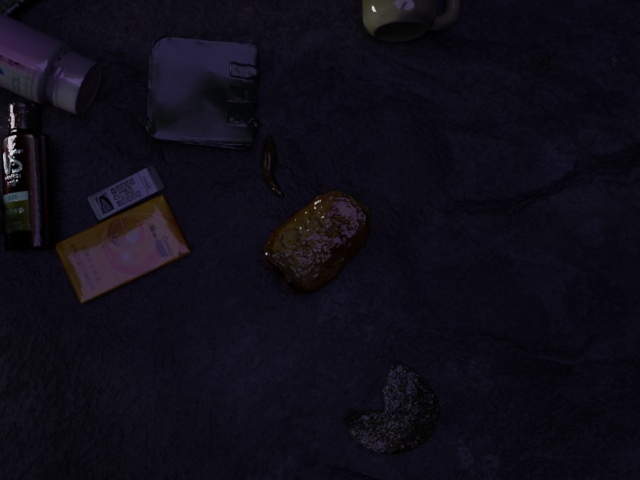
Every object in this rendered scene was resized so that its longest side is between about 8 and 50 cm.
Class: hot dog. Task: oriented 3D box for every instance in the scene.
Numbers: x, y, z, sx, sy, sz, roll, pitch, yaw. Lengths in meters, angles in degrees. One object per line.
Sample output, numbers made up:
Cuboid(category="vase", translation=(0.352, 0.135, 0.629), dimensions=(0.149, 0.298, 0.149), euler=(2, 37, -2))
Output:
Cuboid(category="hot dog", translation=(-0.002, 0.002, 1.666), dimensions=(0.259, 0.114, 0.175), euler=(-40, 86, -10))

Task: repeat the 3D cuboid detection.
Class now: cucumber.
Cuboid(category="cucumber", translation=(-0.701, -0.530, 1.667), dimensions=(0.044, 0.043, 0.257), euler=(43, 83, 4))

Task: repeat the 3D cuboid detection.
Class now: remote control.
Cuboid(category="remote control", translation=(-0.442, -0.107, 1.667), dimensions=(0.166, 0.029, 0.065), euler=(-27, 90, -3))

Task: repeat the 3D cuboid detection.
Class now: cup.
Cuboid(category="cup", translation=(0.205, -0.581, 1.734), dimensions=(0.173, 0.255, 0.202), euler=(-6, 83, 36))

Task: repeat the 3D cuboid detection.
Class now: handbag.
Cuboid(category="handbag", translation=(-0.265, -0.339, 1.681), dimensions=(0.259, 0.079, 0.248), euler=(4, 85, -7))

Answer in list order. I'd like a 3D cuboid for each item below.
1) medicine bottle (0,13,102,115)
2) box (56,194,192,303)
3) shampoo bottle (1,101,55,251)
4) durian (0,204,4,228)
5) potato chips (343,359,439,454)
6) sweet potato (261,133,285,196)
Cuboid(category="medicine bottle", translation=(-0.627, -0.384, 1.609), dimensions=(0.254, 0.152, 0.152), euler=(25, 83, -4))
Cuboid(category="box", translation=(-0.444, 0.020, 1.649), dimensions=(0.269, 0.043, 0.152), euler=(-27, 89, -7))
Cuboid(category="shampoo bottle", translation=(-0.648, -0.139, 1.611), dimensions=(0.129, 0.084, 0.323), euler=(-5, 86, 28))
Cuboid(category="durian", translation=(-0.822, -0.047, 1.566), dimensions=(0.237, 0.138, 0.194), euler=(-31, 89, -7))
Cuboid(category="potato chips", translation=(0.168, 0.400, 1.692), dimensions=(0.219, 0.029, 0.202), euler=(-32, 92, -10))
Cuboid(category="sweet potato", translation=(-0.116, -0.173, 1.704), dimensions=(0.041, 0.038, 0.153), euler=(-10, 88, 16))
